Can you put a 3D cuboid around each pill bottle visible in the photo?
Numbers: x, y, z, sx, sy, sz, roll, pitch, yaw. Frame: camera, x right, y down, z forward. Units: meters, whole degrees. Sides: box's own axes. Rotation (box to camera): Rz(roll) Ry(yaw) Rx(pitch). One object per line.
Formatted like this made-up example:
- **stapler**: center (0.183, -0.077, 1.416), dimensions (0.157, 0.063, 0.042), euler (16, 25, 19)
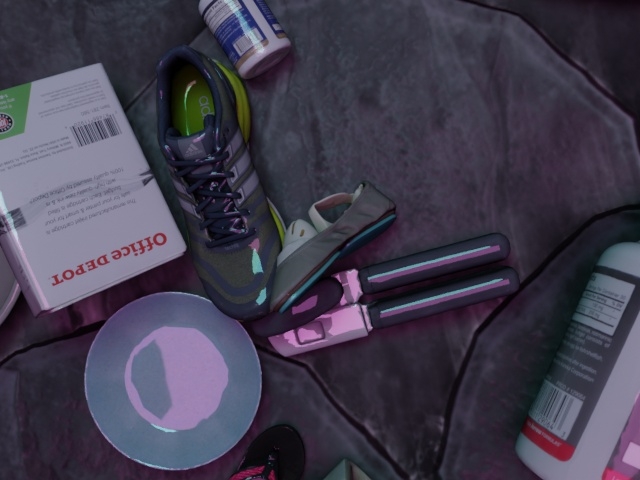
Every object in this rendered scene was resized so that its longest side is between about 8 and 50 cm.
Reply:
- **pill bottle**: center (0.336, 0.110, 0.780), dimensions (0.176, 0.176, 0.319), euler (24, 92, 1)
- **pill bottle**: center (-0.089, -0.241, 0.841), dimensions (0.067, 0.067, 0.120), euler (-33, 90, 2)

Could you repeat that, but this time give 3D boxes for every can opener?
- **can opener**: center (0.068, 0.060, 0.826), dimensions (0.283, 0.095, 0.076), euler (-16, 91, 8)

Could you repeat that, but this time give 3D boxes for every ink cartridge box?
- **ink cartridge box**: center (-0.260, -0.049, 0.807), dimensions (0.160, 0.092, 0.220), euler (-24, 90, -29)

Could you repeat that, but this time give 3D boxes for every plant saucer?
- **plant saucer**: center (-0.159, 0.152, 0.864), dimensions (0.194, 0.037, 0.195), euler (0, 92, 1)

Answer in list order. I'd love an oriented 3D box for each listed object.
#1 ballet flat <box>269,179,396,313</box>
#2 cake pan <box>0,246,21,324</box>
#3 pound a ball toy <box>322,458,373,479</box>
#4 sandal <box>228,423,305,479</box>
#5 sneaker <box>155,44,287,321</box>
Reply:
- **ballet flat**: center (0.000, 0.000, 0.796), dimensions (0.068, 0.213, 0.072), euler (47, 135, 6)
- **cake pan**: center (-0.454, -0.003, 0.862), dimensions (0.292, 0.054, 0.294), euler (0, 91, 2)
- **pound a ball toy**: center (-0.023, 0.348, 0.778), dimensions (0.136, 0.208, 0.319), euler (44, 92, 0)
- **sandal**: center (-0.081, 0.282, 0.862), dimensions (0.067, 0.040, 0.179), euler (40, 92, 1)
- **sneaker**: center (-0.113, -0.061, 0.798), dimensions (0.111, 0.121, 0.300), euler (-20, 78, 9)
